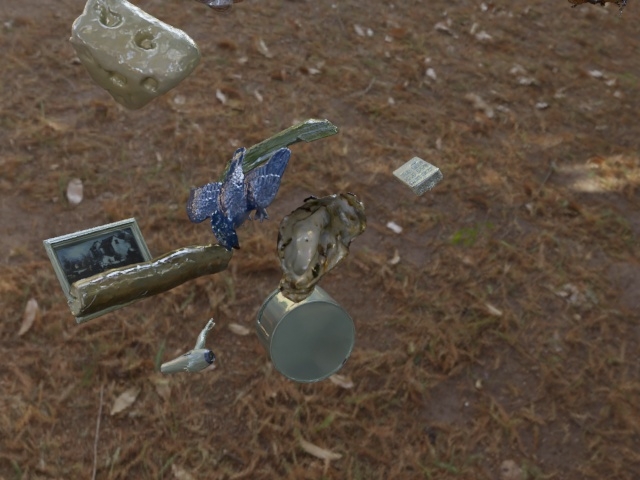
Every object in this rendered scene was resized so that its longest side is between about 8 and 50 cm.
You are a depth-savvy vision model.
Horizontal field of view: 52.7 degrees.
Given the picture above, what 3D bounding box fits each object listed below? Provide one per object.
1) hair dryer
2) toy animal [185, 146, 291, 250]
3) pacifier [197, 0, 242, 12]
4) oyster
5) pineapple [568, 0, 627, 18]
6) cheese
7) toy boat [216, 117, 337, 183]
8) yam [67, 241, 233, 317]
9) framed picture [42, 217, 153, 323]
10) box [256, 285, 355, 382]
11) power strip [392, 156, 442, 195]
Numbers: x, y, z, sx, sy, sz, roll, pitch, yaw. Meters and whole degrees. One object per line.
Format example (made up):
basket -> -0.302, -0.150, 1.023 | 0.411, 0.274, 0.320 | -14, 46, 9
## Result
hair dryer -> -0.385, 0.315, 1.882 | 0.167, 0.067, 0.199 | -24, 32, 7
toy animal -> -0.159, -0.086, 1.238 | 0.239, 0.176, 0.255 | -17, 68, 14
pacifier -> -0.163, -0.400, 1.008 | 0.082, 0.077, 0.099 | 6, 9, 6
oyster -> 0.005, 0.004, 1.288 | 0.094, 0.294, 0.166 | -13, 75, -46
pineapple -> 0.349, -0.381, 0.797 | 0.225, 0.076, 0.224 | -1, 84, 14
cheese -> -0.381, -0.381, 1.406 | 0.252, 0.248, 0.173 | 21, 72, 4
toy boat -> -0.105, -0.189, 1.375 | 0.293, 0.055, 0.093 | -26, 14, 9
yam -> -0.291, 0.061, 1.146 | 0.318, 0.071, 0.067 | -18, 85, -42
framed picture -> -0.561, 0.070, 1.719 | 0.296, 0.019, 0.232 | -24, 89, -53
box -> -0.043, 0.233, 1.669 | 0.226, 0.226, 0.149 | -6, 18, -21
power strip -> 0.246, -0.166, 1.646 | 0.081, 0.035, 0.192 | -37, 22, 3
